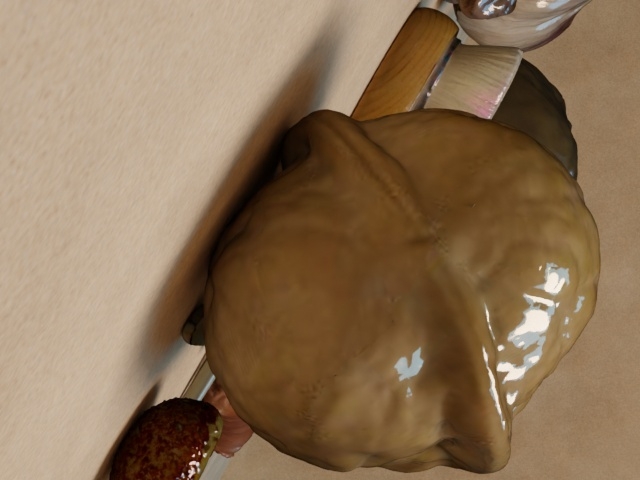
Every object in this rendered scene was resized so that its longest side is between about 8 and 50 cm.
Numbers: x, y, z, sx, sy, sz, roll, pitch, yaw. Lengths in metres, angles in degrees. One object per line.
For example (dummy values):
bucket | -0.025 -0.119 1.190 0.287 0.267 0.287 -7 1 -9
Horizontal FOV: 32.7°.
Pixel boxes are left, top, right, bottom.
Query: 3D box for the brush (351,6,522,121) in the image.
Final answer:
brush | 0.147 -0.182 1.494 0.266 0.166 0.174 -56 175 -26

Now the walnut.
walnut | 0.069 0.048 0.979 0.381 0.381 0.381 -60 176 -7

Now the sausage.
sausage | -0.125 0.232 1.522 0.094 0.094 0.419 -19 164 -14

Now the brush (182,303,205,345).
brush | -0.093 0.094 1.183 0.085 0.020 0.336 -57 169 -2

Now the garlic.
garlic | 0.341 -0.449 1.775 0.322 0.241 0.322 -41 -174 5

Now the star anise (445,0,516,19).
star anise | 0.283 -0.380 1.393 0.315 0.315 0.108 -56 133 -48

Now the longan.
longan | 0.286 -0.157 2.094 0.436 0.404 0.404 -97 -154 -48

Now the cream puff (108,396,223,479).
cream puff | -0.155 0.216 1.066 0.149 0.084 0.149 -61 180 0

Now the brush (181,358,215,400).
brush | -0.110 0.124 1.314 0.299 0.042 0.039 -59 160 -7
